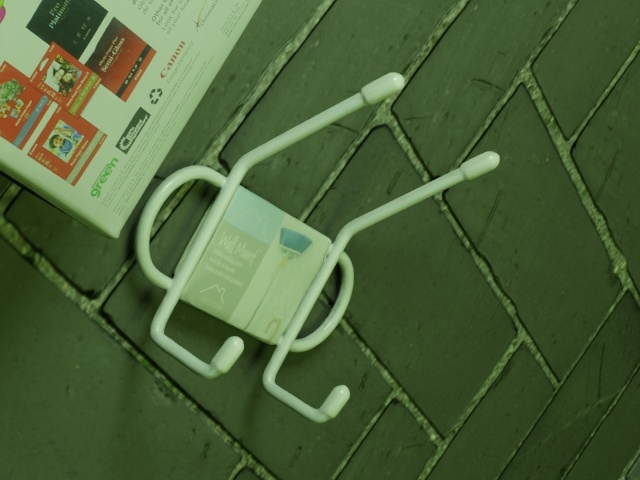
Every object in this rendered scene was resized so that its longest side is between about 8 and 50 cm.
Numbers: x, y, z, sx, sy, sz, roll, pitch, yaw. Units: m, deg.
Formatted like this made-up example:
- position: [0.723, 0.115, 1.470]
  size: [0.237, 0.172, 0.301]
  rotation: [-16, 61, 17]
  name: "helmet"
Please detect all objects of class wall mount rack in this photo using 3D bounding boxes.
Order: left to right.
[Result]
- position: [0.000, 0.000, 1.591]
  size: [0.304, 0.130, 0.350]
  rotation: [-61, 147, -1]
  name: "wall mount rack"

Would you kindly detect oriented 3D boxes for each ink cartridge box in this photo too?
- position: [-0.175, -0.201, 1.221]
  size: [0.309, 0.130, 0.272]
  rotation: [-58, 144, -5]
  name: "ink cartridge box"
